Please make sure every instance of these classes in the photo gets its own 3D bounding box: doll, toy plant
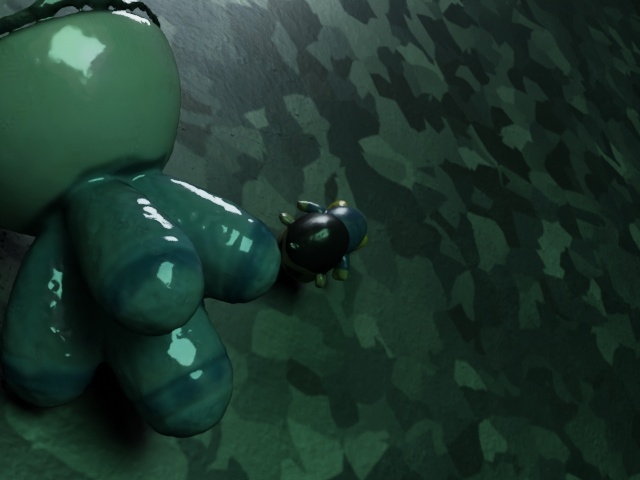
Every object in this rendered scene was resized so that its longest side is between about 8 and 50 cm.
[{"bbox_3d":[0.000,0.000,1.002,0.102,0.088,0.179,59,18,5],"label":"doll"},{"bbox_3d":[-0.166,0.004,0.742,0.247,0.247,0.332,-21,81,-48],"label":"toy plant"}]
